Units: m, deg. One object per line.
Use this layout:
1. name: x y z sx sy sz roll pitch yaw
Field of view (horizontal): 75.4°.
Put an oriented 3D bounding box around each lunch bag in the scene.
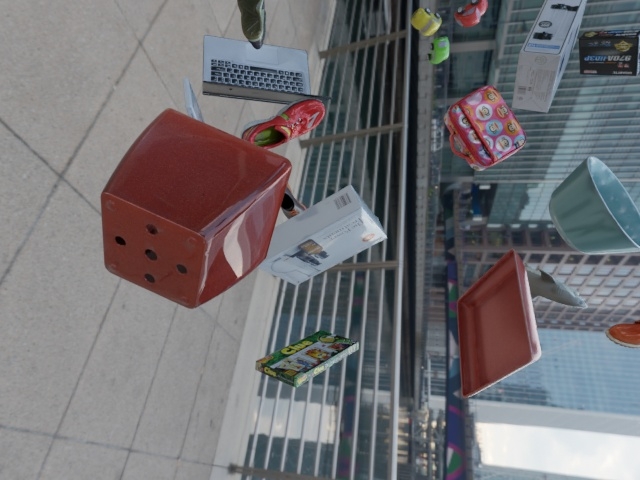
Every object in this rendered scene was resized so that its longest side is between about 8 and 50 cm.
1. lunch bag: 0.631 -0.433 1.641 0.293 0.258 0.120 58 -2 2

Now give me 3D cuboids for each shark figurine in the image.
1. shark figurine: 0.599 0.129 1.211 0.116 0.166 0.278 -59 -155 5

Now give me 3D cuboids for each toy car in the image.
1. toy car: 0.391 -0.637 1.302 0.225 0.239 0.053 85 -8 -68

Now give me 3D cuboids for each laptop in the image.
1. laptop: -0.190 -0.580 1.370 0.236 0.382 0.407 127 -39 -63

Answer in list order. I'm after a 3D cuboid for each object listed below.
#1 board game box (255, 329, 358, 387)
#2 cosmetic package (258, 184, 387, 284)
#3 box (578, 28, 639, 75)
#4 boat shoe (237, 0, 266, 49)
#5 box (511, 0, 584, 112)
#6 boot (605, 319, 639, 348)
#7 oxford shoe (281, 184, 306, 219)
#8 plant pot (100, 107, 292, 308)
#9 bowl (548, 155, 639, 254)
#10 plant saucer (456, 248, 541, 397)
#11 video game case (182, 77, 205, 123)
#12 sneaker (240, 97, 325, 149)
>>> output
1. board game box: -0.028 0.297 1.073 0.260 0.136 0.030 -12 104 -52
2. cosmetic package: 0.000 0.000 1.353 0.284 0.377 0.097 34 30 -61
3. box: 1.191 -0.770 1.704 0.051 0.220 0.175 -46 132 -14
4. boat shoe: -0.205 -0.681 1.251 0.073 0.080 0.223 87 -3 -72
5. box: 0.573 -0.483 1.031 0.289 0.087 0.169 -59 150 -23
6. boot: 0.695 0.181 0.875 0.059 0.158 0.084 -84 166 -52
7. oxford shoe: -0.126 -0.133 1.780 0.271 0.097 0.098 54 15 -32
8. plant pot: -0.242 -0.038 0.759 0.235 0.267 0.267 -62 175 -51
9. bowl: 0.820 -0.082 1.255 0.312 0.163 0.311 19 55 -30
10. plant saucer: 0.389 0.192 0.917 0.258 0.048 0.259 111 -9 -52
11. video game case: -0.327 -0.329 1.093 0.143 0.019 0.157 79 -8 -48
12. sneaker: -0.101 -0.330 1.233 0.118 0.279 0.107 52 -11 55
